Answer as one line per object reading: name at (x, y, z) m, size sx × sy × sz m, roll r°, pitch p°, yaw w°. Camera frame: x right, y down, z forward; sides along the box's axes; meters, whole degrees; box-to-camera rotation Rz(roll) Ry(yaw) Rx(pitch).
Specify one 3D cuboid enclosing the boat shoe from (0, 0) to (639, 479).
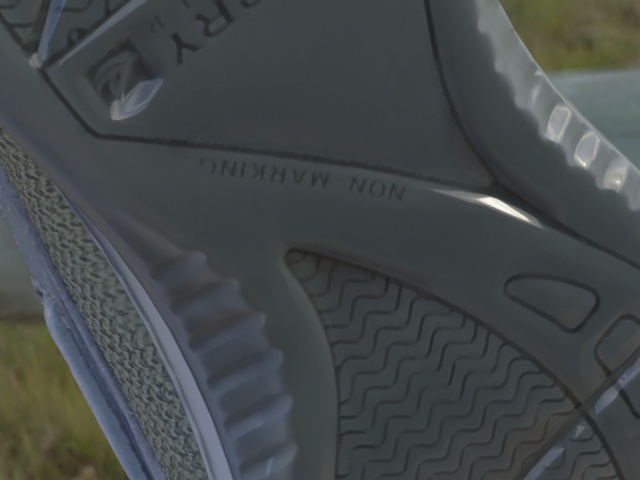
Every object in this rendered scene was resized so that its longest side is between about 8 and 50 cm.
boat shoe at (-0.003, 0.001, 0.395) m, size 0.118 × 0.320 × 0.103 m, roll -37°, pitch 30°, yaw -8°
